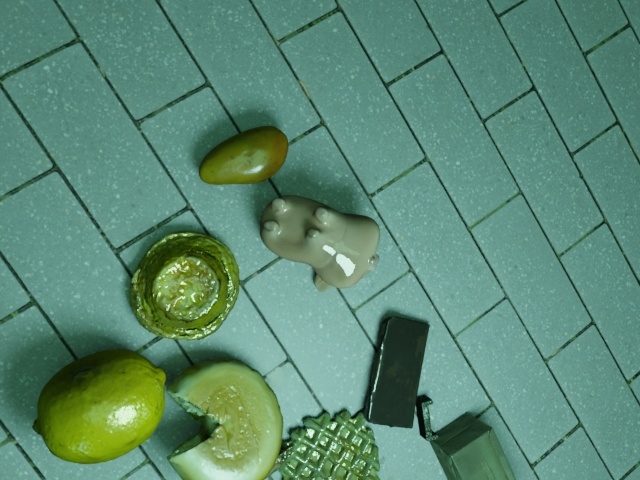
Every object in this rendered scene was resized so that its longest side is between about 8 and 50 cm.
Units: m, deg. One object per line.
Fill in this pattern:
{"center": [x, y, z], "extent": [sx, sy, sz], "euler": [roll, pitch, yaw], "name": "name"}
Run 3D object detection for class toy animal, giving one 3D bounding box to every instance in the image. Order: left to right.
{"center": [0.000, 0.000, 1.433], "extent": [0.326, 0.269, 0.237], "euler": [22, 82, 18], "name": "toy animal"}

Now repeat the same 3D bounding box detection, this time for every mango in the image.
{"center": [-0.197, -0.211, 1.426], "extent": [0.253, 0.113, 0.138], "euler": [-25, 94, -13], "name": "mango"}

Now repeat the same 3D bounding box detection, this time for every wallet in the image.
{"center": [0.221, 0.377, 1.560], "extent": [0.165, 0.042, 0.309], "euler": [14, 83, -23], "name": "wallet"}

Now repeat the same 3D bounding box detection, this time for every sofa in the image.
{"center": [0.308, 0.517, 1.586], "extent": [0.039, 0.060, 0.118], "euler": [-10, 92, -11], "name": "sofa"}

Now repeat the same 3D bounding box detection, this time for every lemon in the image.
{"center": [-0.503, 0.384, 1.270], "extent": [0.284, 0.260, 0.260], "euler": [-21, 96, -44], "name": "lemon"}

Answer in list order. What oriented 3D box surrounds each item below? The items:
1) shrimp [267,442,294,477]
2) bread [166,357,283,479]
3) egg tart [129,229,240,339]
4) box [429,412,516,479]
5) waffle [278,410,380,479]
{"center": [-0.190, 0.582, 1.439], "extent": [0.251, 0.052, 0.143], "euler": [-28, 85, -5], "name": "shrimp"}
{"center": [-0.243, 0.465, 1.366], "extent": [0.333, 0.160, 0.333], "euler": [12, 63, -25], "name": "bread"}
{"center": [-0.338, 0.118, 1.381], "extent": [0.294, 0.123, 0.294], "euler": [1, 88, -17], "name": "egg tart"}
{"center": [0.448, 0.655, 1.575], "extent": [0.149, 0.155, 0.231], "euler": [-27, 98, -14], "name": "box"}
{"center": [0.029, 0.634, 1.512], "extent": [0.292, 0.056, 0.309], "euler": [-10, 93, -16], "name": "waffle"}
